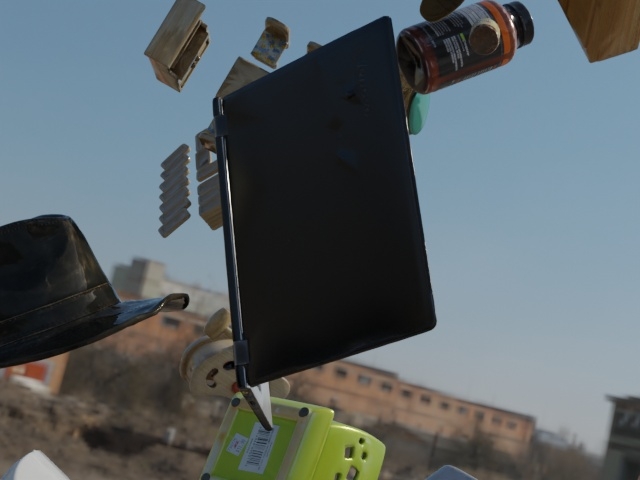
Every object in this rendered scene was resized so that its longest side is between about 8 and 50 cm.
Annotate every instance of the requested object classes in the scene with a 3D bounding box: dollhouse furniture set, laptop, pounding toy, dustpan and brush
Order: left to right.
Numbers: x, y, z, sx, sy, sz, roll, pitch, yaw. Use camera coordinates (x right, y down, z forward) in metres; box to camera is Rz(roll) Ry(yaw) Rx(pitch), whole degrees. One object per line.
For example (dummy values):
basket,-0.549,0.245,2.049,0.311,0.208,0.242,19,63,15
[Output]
dustpan and brush,-0.442,0.404,1.738,0.147,0.060,0.211,42,18,10
pounding toy,-0.166,0.264,2.247,0.269,0.154,0.155,54,-6,-33
dollhouse furniture set,-0.126,-0.243,1.763,0.242,0.212,0.161,29,-8,2
laptop,0.000,0.000,1.473,0.236,0.382,0.408,-7,-21,2

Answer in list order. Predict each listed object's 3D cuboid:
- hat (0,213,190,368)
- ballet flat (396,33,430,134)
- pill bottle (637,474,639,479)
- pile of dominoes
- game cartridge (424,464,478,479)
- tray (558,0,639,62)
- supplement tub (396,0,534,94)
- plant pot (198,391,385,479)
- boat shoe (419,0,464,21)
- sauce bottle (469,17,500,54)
hat,-0.301,0.049,1.172,0.331,0.134,0.331,-15,1,0
ballet flat,0.147,-0.267,1.966,0.067,0.073,0.206,28,-40,22
pill bottle,0.559,0.456,1.753,0.224,0.392,0.224,18,5,-2
pile of dominoes,-0.178,-0.108,1.952,0.196,0.251,0.040,-29,-56,14
game cartridge,0.211,0.450,1.623,0.297,0.198,0.062,42,-21,38
tray,0.323,-0.407,1.348,0.076,0.203,0.411,-17,-27,-5
supplement tub,0.219,-0.295,1.760,0.197,0.106,0.106,-21,1,-17
plant pot,-0.059,0.377,1.921,0.227,0.228,0.207,6,-29,34
boat shoe,0.188,-0.343,1.568,0.050,0.135,0.045,47,13,10
sauce bottle,0.221,-0.278,1.587,0.042,0.042,0.128,13,18,3
